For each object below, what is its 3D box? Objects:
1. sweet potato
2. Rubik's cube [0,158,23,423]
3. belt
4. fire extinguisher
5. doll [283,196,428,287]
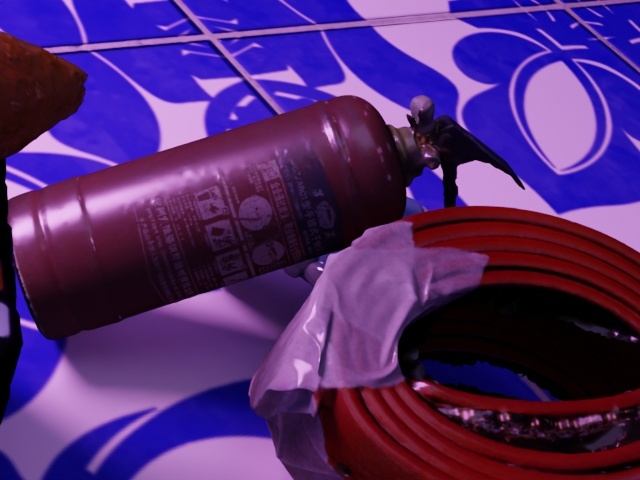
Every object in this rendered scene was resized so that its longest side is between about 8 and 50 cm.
[{"bbox_3d":[-0.227,-0.070,0.730,0.252,0.097,0.097,-10,46,-47],"label":"sweet potato"},{"bbox_3d":[-0.272,0.052,0.770,0.187,0.184,0.182,9,35,-22],"label":"Rubik's cube"},{"bbox_3d":[0.113,0.096,0.928,0.324,0.115,0.227,10,56,-18],"label":"belt"},{"bbox_3d":[-0.029,-0.017,0.958,0.344,0.138,0.102,-17,33,-4],"label":"fire extinguisher"},{"bbox_3d":[0.000,0.000,1.058,0.241,0.099,0.135,16,71,-12],"label":"doll"}]
